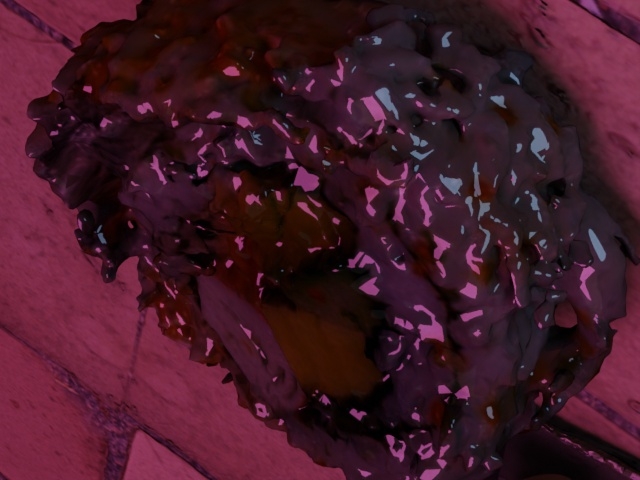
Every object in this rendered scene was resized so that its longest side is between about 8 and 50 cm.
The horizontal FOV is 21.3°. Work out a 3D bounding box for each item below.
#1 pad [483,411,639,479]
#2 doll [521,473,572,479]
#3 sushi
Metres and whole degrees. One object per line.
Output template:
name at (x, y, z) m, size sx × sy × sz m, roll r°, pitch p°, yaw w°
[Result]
pad at (0.185, 0.218, 1.344) m, size 0.174 × 0.022 × 0.233 m, roll 25°, pitch 144°, yaw 22°
doll at (0.186, 0.300, 1.299) m, size 0.208 × 0.144 × 0.271 m, roll 42°, pitch 167°, yaw 28°
sushi at (0.004, 0.003, 1.145) m, size 0.417 × 0.176 × 0.417 m, roll 27°, pitch 143°, yaw 22°
